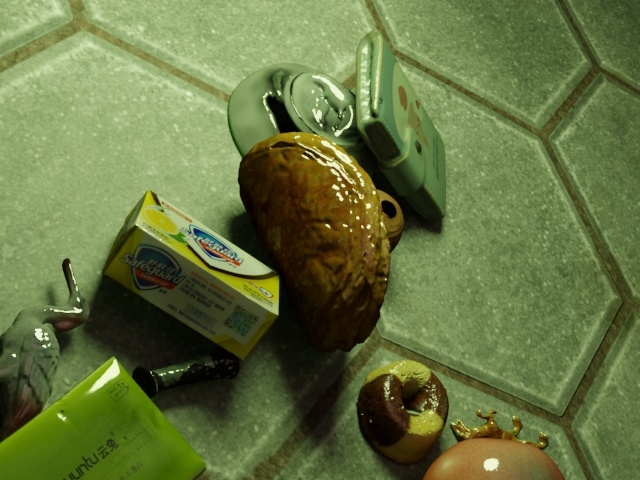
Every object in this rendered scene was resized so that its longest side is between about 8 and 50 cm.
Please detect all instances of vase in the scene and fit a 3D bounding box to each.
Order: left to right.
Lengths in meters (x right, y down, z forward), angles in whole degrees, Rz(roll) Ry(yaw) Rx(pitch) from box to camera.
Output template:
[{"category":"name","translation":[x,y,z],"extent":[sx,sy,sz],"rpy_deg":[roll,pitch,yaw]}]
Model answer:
[{"category":"vase","translation":[-0.203,0.201,1.700],"extent":[0.167,0.059,0.059],"rpy_deg":[-11,67,-43]}]

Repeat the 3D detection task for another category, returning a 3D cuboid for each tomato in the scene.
[{"category":"tomato","translation":[0.285,0.437,1.797],"extent":[0.256,0.224,0.255],"rpy_deg":[16,60,-29]}]

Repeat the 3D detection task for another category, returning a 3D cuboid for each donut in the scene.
[{"category":"donut","translation":[0.147,0.283,1.910],"extent":[0.166,0.073,0.184],"rpy_deg":[43,40,1]}]

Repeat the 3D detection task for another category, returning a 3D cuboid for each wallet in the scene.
[{"category":"wallet","translation":[0.161,-0.208,2.197],"extent":[0.360,0.083,0.252],"rpy_deg":[50,35,-45]}]

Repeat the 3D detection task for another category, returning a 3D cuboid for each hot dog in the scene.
[{"category":"hot dog","translation":[0.000,0.000,1.877],"extent":[0.174,0.267,0.387],"rpy_deg":[-15,66,-24]}]

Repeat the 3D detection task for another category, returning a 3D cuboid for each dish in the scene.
[{"category":"dish","translation":[-0.007,-0.226,2.138],"extent":[0.324,0.124,0.324],"rpy_deg":[21,47,-25]}]

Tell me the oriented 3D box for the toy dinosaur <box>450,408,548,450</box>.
[{"category":"toy dinosaur","translation":[0.340,0.379,2.005],"extent":[0.142,0.057,0.212],"rpy_deg":[-30,78,-36]}]

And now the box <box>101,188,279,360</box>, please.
[{"category":"box","translation":[-0.196,0.051,1.750],"extent":[0.265,0.097,0.168],"rpy_deg":[34,18,-12]}]

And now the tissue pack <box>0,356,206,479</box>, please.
[{"category":"tissue pack","translation":[-0.319,0.320,1.432],"extent":[0.200,0.167,0.275],"rpy_deg":[48,41,2]}]

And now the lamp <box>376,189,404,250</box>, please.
[{"category":"lamp","translation":[0.087,-0.030,2.060],"extent":[0.136,0.136,0.136],"rpy_deg":[21,48,-25]}]

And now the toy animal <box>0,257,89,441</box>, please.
[{"category":"toy animal","translation":[-0.409,0.153,1.546],"extent":[0.195,0.090,0.324],"rpy_deg":[52,44,6]}]
